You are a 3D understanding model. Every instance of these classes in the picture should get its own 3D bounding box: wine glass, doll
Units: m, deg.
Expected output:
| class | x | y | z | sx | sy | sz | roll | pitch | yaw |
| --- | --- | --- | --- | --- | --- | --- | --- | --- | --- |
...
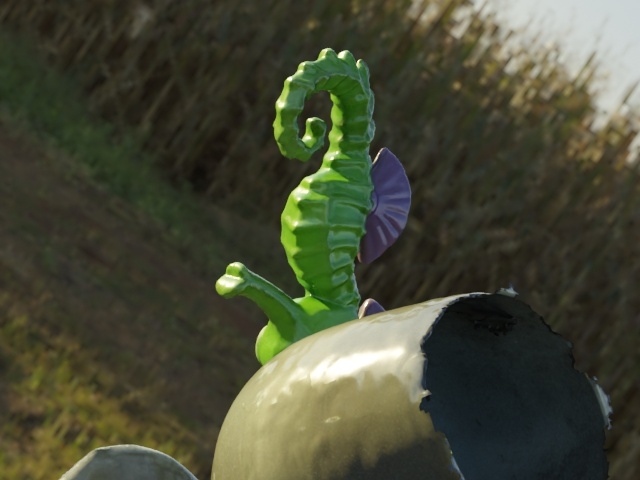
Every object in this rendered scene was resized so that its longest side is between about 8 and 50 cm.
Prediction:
| class | x | y | z | sx | sy | sz | roll | pitch | yaw |
| --- | --- | --- | --- | --- | --- | --- | --- | --- | --- |
| wine glass | -0.005 | 0.107 | 0.619 | 0.126 | 0.241 | 0.126 | 26 | 51 | -37 |
| doll | 0.000 | 0.000 | 0.755 | 0.050 | 0.190 | 0.115 | 11 | 6 | 40 |
